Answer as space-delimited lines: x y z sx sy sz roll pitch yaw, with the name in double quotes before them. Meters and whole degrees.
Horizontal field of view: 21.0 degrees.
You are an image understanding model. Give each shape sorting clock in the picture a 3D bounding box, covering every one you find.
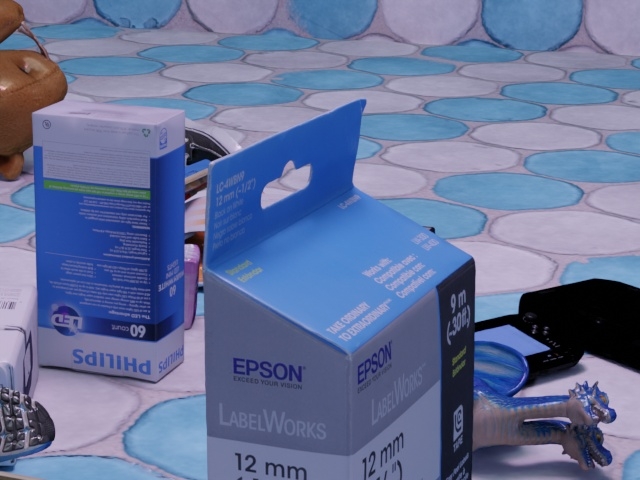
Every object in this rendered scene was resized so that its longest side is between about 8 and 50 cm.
"shape sorting clock" -0.204 -0.040 2.110 0.206 0.040 0.206 -32 -2 -1

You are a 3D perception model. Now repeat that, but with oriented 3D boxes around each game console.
"game console" 0.241 0.104 1.760 0.361 0.044 0.213 -11 19 -36

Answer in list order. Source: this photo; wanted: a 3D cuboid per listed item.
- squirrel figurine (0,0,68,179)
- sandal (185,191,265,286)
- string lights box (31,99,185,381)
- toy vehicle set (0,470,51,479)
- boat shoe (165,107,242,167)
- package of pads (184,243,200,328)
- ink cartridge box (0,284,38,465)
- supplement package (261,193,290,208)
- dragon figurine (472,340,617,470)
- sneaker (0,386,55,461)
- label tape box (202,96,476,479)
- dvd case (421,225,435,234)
"squirrel figurine" -0.572 -0.206 2.536 0.397 0.281 0.370 -26 38 -30
"sandal" -0.126 -0.027 2.077 0.102 0.076 0.265 1 28 9
"string lights box" -0.207 0.000 1.697 0.133 0.259 0.077 7 17 17
"toy vehicle set" -0.191 0.232 1.277 0.267 0.035 0.166 7 16 20
"boat shoe" -0.185 -0.130 2.541 0.070 0.078 0.219 -45 40 -20
"package of pads" -0.147 0.050 1.852 0.032 0.083 0.050 7 19 2
"ink cartridge box" -0.350 0.117 1.559 0.172 0.100 0.237 0 15 -4
"supplement package" -0.031 0.043 1.758 0.105 0.105 0.179 5 33 10
"dragon figurine" 0.134 0.141 1.539 0.144 0.085 0.289 -9 19 -34
"sneaker" -0.296 0.166 1.427 0.162 0.073 0.063 -7 57 5
"label tape box" 0.022 0.094 1.206 0.115 0.347 0.249 8 17 22
"dvd case" 0.000 0.000 2.157 0.253 0.022 0.180 6 16 18
